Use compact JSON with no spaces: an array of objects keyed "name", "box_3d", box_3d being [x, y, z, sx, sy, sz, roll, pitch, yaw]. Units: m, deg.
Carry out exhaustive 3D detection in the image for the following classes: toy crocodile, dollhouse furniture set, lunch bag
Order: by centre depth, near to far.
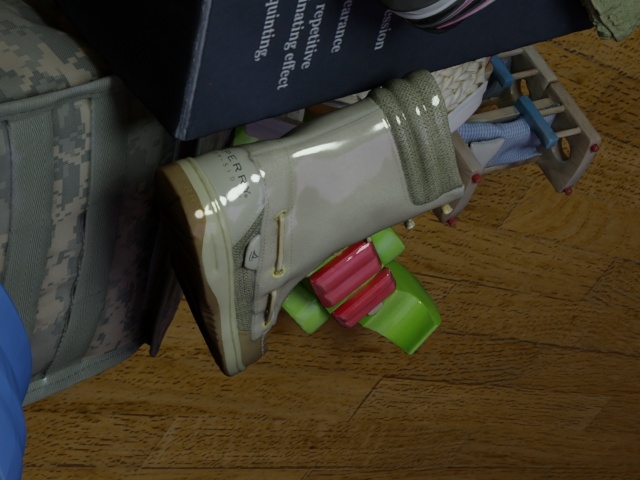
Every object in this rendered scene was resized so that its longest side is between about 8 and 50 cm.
[{"name":"lunch bag","box_3d":[-0.155,-0.041,0.950,0.287,0.169,0.235,-22,140,-42]},{"name":"dollhouse furniture set","box_3d":[0.141,-0.124,1.163,0.129,0.129,0.183,-15,150,-30]},{"name":"toy crocodile","box_3d":[0.000,0.000,1.219,0.115,0.105,0.340,-41,148,-2]}]

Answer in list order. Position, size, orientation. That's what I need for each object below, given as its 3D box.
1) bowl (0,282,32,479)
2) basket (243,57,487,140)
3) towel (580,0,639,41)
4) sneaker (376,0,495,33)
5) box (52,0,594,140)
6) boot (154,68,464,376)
[{"name":"bowl","box_3d":[-0.315,0.029,0.710,0.391,0.391,0.077,77,25,-55]},{"name":"basket","box_3d":[0.037,-0.125,1.022,0.167,0.113,0.103,-40,143,-57]},{"name":"towel","box_3d":[0.176,-0.178,0.867,0.110,0.027,0.148,-44,148,4]},{"name":"sneaker","box_3d":[0.099,-0.169,0.771,0.178,0.072,0.077,-35,161,6]},{"name":"box","box_3d":[0.055,-0.267,0.854,0.396,0.212,0.293,-18,141,-32]},{"name":"boot","box_3d":[-0.002,-0.006,0.892,0.165,0.077,0.213,-25,155,-11]}]
